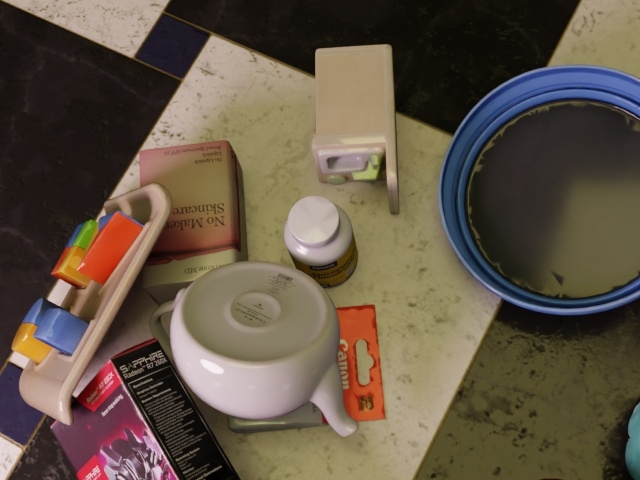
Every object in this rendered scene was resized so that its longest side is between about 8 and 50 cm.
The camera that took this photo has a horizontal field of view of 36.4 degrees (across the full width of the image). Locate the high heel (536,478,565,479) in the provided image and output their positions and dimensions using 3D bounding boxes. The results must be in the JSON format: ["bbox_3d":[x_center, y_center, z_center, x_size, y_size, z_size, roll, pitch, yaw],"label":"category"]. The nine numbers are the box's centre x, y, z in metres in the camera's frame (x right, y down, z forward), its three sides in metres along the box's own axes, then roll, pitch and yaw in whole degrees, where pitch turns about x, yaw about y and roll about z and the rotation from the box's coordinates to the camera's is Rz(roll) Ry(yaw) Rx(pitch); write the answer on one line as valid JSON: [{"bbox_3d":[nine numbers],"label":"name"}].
[{"bbox_3d":[0.235,0.487,1.277,0.127,0.181,0.377,21,74,13],"label":"high heel"}]

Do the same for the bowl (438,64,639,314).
[{"bbox_3d":[0.378,-0.075,1.480,0.391,0.077,0.391,-5,74,16],"label":"bowl"}]

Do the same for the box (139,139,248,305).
[{"bbox_3d":[-0.198,-0.024,1.535,0.149,0.127,0.232,-7,70,3],"label":"box"}]

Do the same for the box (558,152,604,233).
[{"bbox_3d":[0.490,-0.100,1.531,0.186,0.038,0.145,-21,70,-2],"label":"box"}]

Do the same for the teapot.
[{"bbox_3d":[-0.097,0.163,1.381,0.253,0.187,0.256,-9,42,-16],"label":"teapot"}]

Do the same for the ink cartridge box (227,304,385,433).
[{"bbox_3d":[-0.028,0.187,1.482,0.232,0.066,0.189,-7,70,8],"label":"ink cartridge box"}]

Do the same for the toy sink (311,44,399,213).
[{"bbox_3d":[0.055,-0.169,1.545,0.131,0.153,0.234,-3,72,6],"label":"toy sink"}]

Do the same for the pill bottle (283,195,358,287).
[{"bbox_3d":[0.000,0.000,1.473,0.103,0.184,0.103,-2,71,6],"label":"pill bottle"}]

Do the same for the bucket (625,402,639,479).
[{"bbox_3d":[0.552,0.276,1.273,0.281,0.183,0.281,-2,70,5],"label":"bucket"}]

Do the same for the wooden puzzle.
[{"bbox_3d":[-0.356,0.080,1.428,0.080,0.322,0.347,28,75,-23],"label":"wooden puzzle"}]

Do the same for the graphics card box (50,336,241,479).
[{"bbox_3d":[-0.213,0.349,1.336,0.094,0.233,0.371,-21,73,-47],"label":"graphics card box"}]
